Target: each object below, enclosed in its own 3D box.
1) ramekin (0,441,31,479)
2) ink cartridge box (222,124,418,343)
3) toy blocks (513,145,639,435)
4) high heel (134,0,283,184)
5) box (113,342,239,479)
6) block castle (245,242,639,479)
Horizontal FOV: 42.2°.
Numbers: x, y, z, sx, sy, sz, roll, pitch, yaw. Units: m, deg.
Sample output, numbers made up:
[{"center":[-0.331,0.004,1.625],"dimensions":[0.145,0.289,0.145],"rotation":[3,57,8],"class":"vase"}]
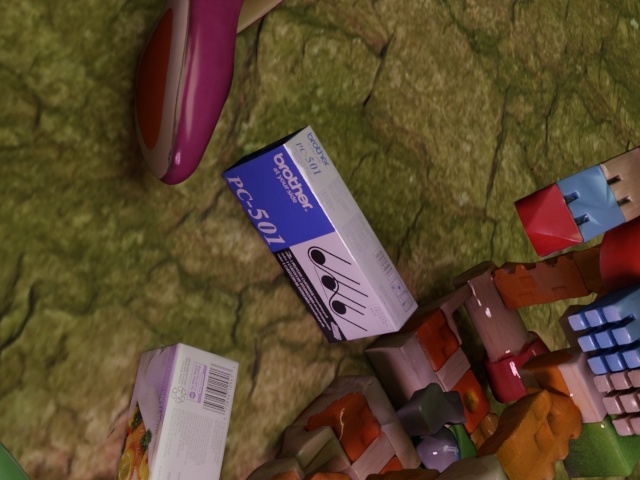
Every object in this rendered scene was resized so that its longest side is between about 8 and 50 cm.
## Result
[{"center":[-0.263,0.151,0.374],"dimensions":[0.303,0.303,0.148],"rotation":[53,41,-17],"class":"ramekin"},{"center":[0.000,0.000,0.801],"dimensions":[0.046,0.097,0.207],"rotation":[-43,108,-42],"class":"ink cartridge box"},{"center":[0.310,0.055,0.633],"dimensions":[0.261,0.191,0.381],"rotation":[-23,87,-31],"class":"toy blocks"},{"center":[-0.062,-0.201,0.778],"dimensions":[0.181,0.127,0.377],"rotation":[18,61,-27],"class":"high heel"},{"center":[-0.129,0.240,0.628],"dimensions":[0.067,0.063,0.324],"rotation":[24,61,-34],"class":"box"},{"center":[0.177,0.187,0.765],"dimensions":[0.453,0.303,0.213],"rotation":[-37,104,-42],"class":"block castle"}]
